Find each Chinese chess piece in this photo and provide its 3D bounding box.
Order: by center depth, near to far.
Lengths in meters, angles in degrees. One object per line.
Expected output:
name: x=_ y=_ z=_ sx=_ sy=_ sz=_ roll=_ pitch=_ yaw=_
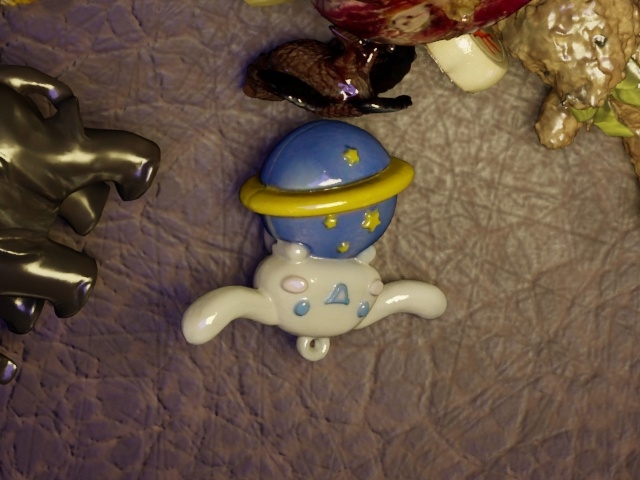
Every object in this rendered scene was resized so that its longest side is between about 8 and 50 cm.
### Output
Chinese chess piece: x=0.151 y=-0.216 z=1.872 sx=0.051 sy=0.122 sz=0.122 roll=-34 pitch=96 yaw=21

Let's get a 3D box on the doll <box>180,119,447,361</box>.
doll: x=-0.030 y=0.000 z=1.874 sx=0.311 sy=0.159 sz=0.242 roll=-20 pitch=125 yaw=-26

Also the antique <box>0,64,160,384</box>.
antique: x=-0.356 y=-0.031 z=1.832 sx=0.255 sy=0.185 sz=0.322 roll=26 pitch=97 yaw=-30

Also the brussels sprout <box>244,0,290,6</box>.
brussels sprout: x=-0.053 y=-0.345 z=1.850 sx=0.145 sy=0.131 sz=0.183 roll=-28 pitch=92 yaw=10

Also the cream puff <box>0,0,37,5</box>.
cream puff: x=-0.378 y=-0.334 z=1.818 sx=0.269 sy=0.155 sz=0.241 roll=34 pitch=74 yaw=-10

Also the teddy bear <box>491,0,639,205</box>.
teddy bear: x=0.327 y=-0.146 z=1.823 sx=0.246 sy=0.222 sz=0.296 roll=-23 pitch=84 yaw=46

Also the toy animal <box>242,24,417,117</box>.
toy animal: x=0.000 y=-0.165 z=1.858 sx=0.179 sy=0.218 sz=0.116 roll=-19 pitch=96 yaw=43

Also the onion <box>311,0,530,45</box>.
onion: x=0.140 y=-0.347 z=1.715 sx=0.260 sy=0.282 sz=0.336 roll=3 pitch=130 yaw=-25
